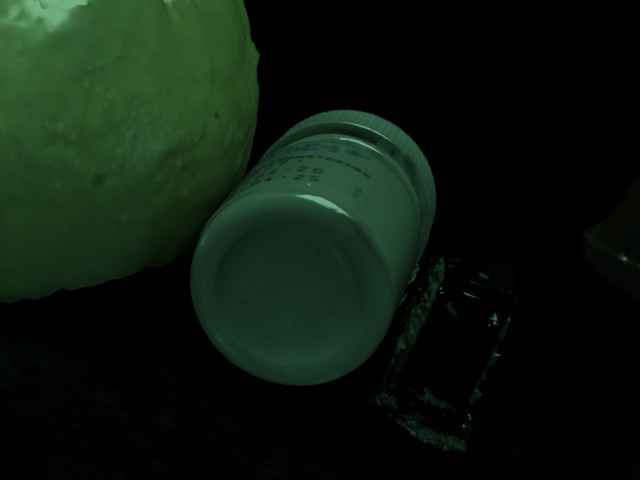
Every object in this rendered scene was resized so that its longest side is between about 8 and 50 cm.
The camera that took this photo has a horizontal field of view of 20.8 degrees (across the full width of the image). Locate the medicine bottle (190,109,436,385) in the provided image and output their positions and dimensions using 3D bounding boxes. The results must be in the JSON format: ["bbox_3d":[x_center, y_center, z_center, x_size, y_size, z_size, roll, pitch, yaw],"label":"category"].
[{"bbox_3d":[0.000,0.000,0.901,0.105,0.105,0.168,21,21,5],"label":"medicine bottle"}]

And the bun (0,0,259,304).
[{"bbox_3d":[-0.199,-0.130,0.923,0.364,0.202,0.364,14,21,-6],"label":"bun"}]

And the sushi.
[{"bbox_3d":[0.063,0.048,0.863,0.056,0.083,0.085,20,22,5],"label":"sushi"}]

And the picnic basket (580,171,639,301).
[{"bbox_3d":[0.338,0.014,1.119,0.297,0.129,0.222,36,25,35],"label":"picnic basket"}]
